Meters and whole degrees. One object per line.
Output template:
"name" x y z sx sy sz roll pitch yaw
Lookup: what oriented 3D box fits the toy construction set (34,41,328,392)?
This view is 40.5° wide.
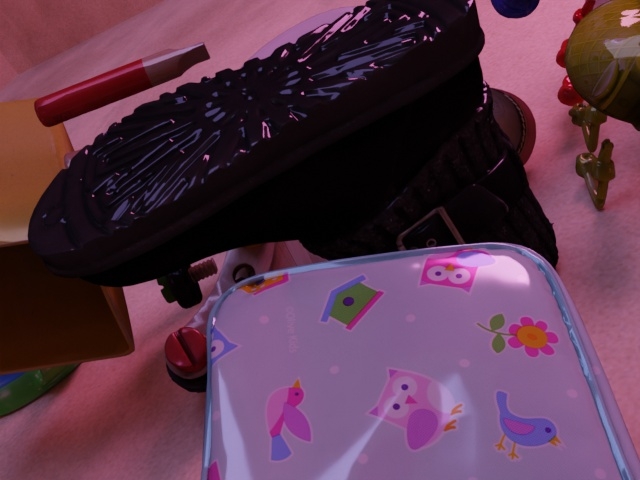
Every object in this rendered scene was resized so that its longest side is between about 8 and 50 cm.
"toy construction set" -0.068 -0.041 0.760 0.237 0.309 0.257 -23 49 -1

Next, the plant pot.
"plant pot" -0.299 -0.008 0.793 0.212 0.212 0.187 -9 57 -4

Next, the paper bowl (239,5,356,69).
"paper bowl" 0.003 -0.177 1.064 0.284 0.148 0.284 -25 29 15

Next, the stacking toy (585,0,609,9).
"stacking toy" 0.389 -0.276 0.716 0.350 0.350 0.480 -44 14 -21

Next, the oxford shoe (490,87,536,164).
"oxford shoe" 0.024 -0.106 0.851 0.348 0.123 0.130 -6 -3 26

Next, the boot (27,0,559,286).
"boot" 0.002 0.002 0.627 0.348 0.260 0.131 -26 36 -3

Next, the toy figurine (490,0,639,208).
"toy figurine" 0.160 -0.220 0.764 0.217 0.191 0.362 10 52 -2

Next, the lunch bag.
"lunch bag" 0.055 0.135 0.440 0.224 0.108 0.279 -8 48 1

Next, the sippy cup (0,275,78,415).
"sippy cup" -0.397 0.051 1.020 0.305 0.224 0.240 -16 31 28
